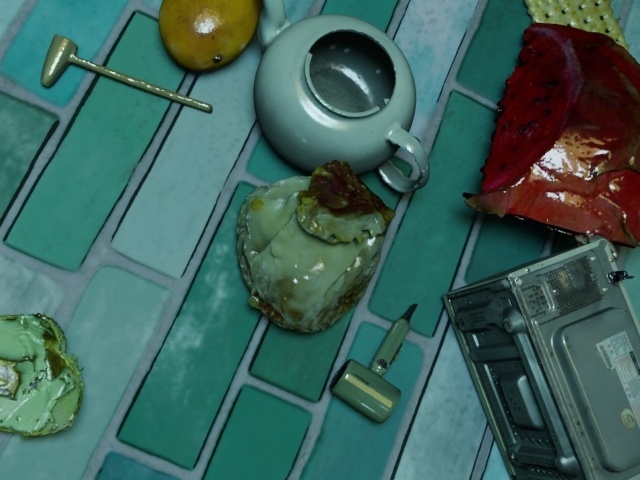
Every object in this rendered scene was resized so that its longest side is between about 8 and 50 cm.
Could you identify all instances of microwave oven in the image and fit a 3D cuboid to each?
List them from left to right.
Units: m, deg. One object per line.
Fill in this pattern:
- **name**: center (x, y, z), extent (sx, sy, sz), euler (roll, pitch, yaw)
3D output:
- **microwave oven**: center (0.262, 0.142, 0.817), extent (0.145, 0.194, 0.240), euler (-18, 84, -16)

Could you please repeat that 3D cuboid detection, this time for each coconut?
- **coconut**: center (-0.311, 0.134, 0.743), extent (0.158, 0.055, 0.133), euler (29, 71, -7)

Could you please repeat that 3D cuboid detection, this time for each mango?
- **mango**: center (-0.123, -0.274, 0.873), extent (0.115, 0.089, 0.165), euler (32, 68, 5)

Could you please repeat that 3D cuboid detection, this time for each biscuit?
- **biscuit**: center (0.361, -0.302, 1.036), extent (0.139, 0.016, 0.231), euler (-17, 82, -17)

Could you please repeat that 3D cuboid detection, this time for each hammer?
- **hammer**: center (-0.221, -0.176, 0.856), extent (0.195, 0.028, 0.060), euler (18, 79, -11)

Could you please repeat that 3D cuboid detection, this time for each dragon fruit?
- **dragon fruit**: center (0.352, -0.140, 0.898), extent (0.282, 0.100, 0.343), euler (22, 60, -1)

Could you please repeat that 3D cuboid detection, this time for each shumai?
- **shumai**: center (0.000, 0.006, 0.807), extent (0.184, 0.142, 0.184), euler (4, 72, -13)

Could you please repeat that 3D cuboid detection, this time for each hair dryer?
- **hair dryer**: center (0.076, 0.129, 0.851), extent (0.071, 0.047, 0.150), euler (35, 65, -3)

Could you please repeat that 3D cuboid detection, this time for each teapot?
- **teapot**: center (0.021, -0.171, 0.859), extent (0.193, 0.129, 0.294), euler (-43, 90, -19)
